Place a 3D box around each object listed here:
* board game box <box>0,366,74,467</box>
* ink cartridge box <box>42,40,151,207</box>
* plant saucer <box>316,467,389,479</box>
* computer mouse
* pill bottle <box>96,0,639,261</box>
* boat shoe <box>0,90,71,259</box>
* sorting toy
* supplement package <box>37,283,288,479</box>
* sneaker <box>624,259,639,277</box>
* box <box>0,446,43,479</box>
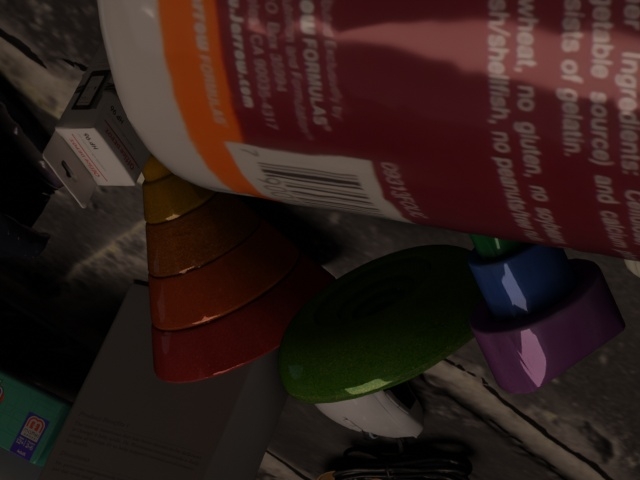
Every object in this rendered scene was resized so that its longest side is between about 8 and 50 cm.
[{"bbox_3d":[-0.216,0.120,1.201,0.160,0.047,0.210,25,172,18],"label":"board game box"},{"bbox_3d":[-0.111,-0.063,0.915,0.028,0.083,0.048,1,143,32],"label":"ink cartridge box"},{"bbox_3d":[0.038,0.187,1.261,0.083,0.015,0.083,16,148,10],"label":"plant saucer"},{"bbox_3d":[0.029,0.115,1.133,0.106,0.042,0.193,4,144,29],"label":"computer mouse"},{"bbox_3d":[0.143,-0.100,0.565,0.392,0.224,0.224,9,146,21],"label":"pill bottle"},{"bbox_3d":[-0.286,-0.093,0.964,0.158,0.127,0.340,-9,145,32],"label":"boat shoe"},{"bbox_3d":[0.000,0.000,0.894,0.365,0.127,0.126,0,121,56],"label":"sorting toy"},{"bbox_3d":[-0.102,0.136,1.116,0.105,0.179,0.105,13,147,17],"label":"supplement package"},{"bbox_3d":[0.266,0.043,0.741,0.296,0.112,0.131,37,160,-10],"label":"sneaker"},{"bbox_3d":[-0.255,0.182,1.367,0.275,0.094,0.113,13,148,15],"label":"box"}]
